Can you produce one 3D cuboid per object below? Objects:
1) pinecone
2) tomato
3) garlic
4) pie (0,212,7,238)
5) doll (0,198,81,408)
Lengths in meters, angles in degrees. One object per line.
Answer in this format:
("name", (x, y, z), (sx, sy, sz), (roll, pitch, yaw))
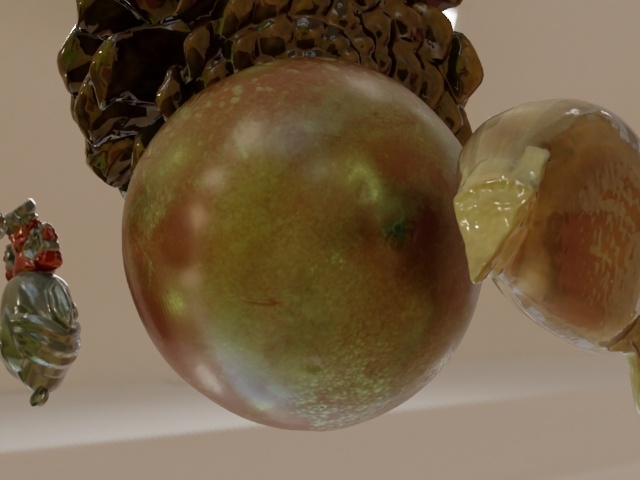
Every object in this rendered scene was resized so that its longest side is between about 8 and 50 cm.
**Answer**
("pinecone", (-0.068, -0.158, 1.428), (0.384, 0.384, 0.385), (-25, -56, -44))
("tomato", (0.000, 0.000, 1.156), (0.270, 0.222, 0.270), (6, -103, -28))
("garlic", (0.173, 0.002, 1.052), (0.266, 0.128, 0.148), (37, -94, -38))
("pie", (-0.307, -0.060, 1.229), (0.079, 0.193, 0.163), (-43, -52, -10))
("doll", (-0.241, 0.052, 1.368), (0.079, 0.094, 0.180), (6, -112, -46))
